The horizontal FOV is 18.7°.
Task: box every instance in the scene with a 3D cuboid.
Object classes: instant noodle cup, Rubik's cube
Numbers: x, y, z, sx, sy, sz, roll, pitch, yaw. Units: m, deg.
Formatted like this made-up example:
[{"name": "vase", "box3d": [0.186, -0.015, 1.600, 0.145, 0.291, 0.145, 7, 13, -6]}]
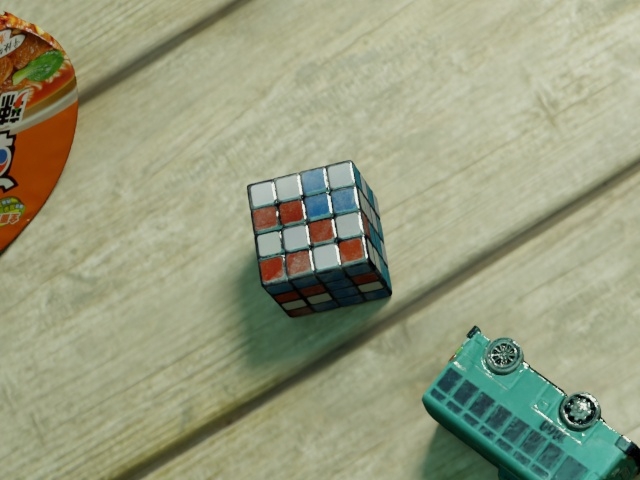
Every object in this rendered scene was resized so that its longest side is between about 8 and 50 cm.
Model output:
[{"name": "instant noodle cup", "box3d": [-0.361, -0.114, 1.647, 0.192, 0.250, 0.250, 32, 82, 30]}, {"name": "Rubik's cube", "box3d": [0.000, 0.000, 1.583, 0.092, 0.092, 0.092, -13, 68, 10]}]

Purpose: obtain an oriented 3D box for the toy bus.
[{"name": "toy bus", "box3d": [0.164, 0.148, 1.495, 0.160, 0.079, 0.092, 36, 82, 24]}]
